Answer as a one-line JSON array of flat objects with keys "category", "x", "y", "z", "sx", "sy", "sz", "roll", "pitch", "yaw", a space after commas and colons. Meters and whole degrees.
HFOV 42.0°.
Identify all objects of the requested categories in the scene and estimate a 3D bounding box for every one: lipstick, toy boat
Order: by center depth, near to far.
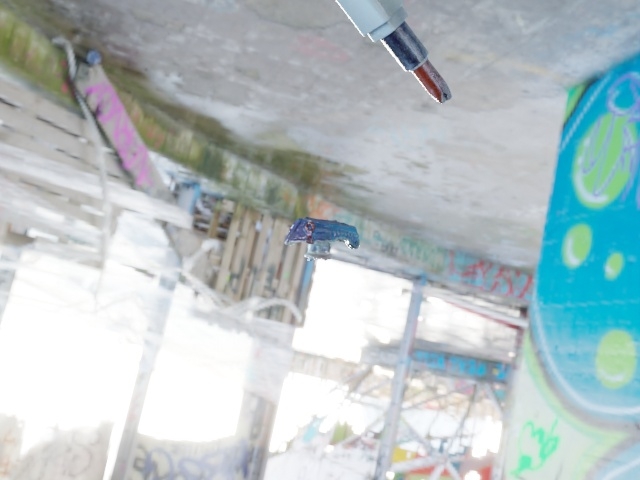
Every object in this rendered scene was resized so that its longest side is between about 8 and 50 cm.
[{"category": "lipstick", "x": 0.046, "y": -0.126, "z": 0.513, "sx": 0.107, "sy": 0.025, "sz": 0.025, "roll": 49, "pitch": 146, "yaw": -17}, {"category": "toy boat", "x": 0.000, "y": 0.000, "z": 0.688, "sx": 0.038, "sy": 0.038, "sz": 0.083, "roll": 3, "pitch": 179, "yaw": 41}]
